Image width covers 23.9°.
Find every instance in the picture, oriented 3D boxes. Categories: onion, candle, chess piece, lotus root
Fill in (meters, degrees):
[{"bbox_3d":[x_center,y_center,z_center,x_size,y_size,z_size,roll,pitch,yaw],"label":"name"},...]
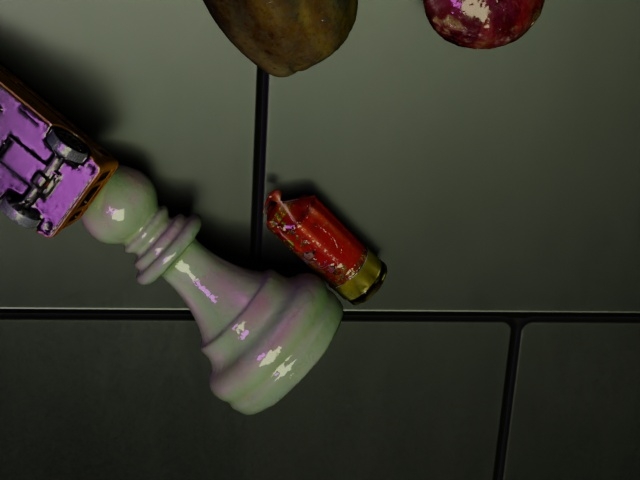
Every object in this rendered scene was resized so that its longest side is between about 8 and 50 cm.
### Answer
[{"bbox_3d":[0.134,-0.208,1.239,0.107,0.097,0.107,0,89,-19],"label":"onion"},{"bbox_3d":[0.000,0.000,1.345,0.052,0.052,0.130,-42,113,14],"label":"candle"},{"bbox_3d":[-0.117,0.018,1.316,0.271,0.139,0.139,43,105,-9],"label":"chess piece"},{"bbox_3d":[-0.053,-0.241,1.185,0.123,0.124,0.241,-38,114,-22],"label":"lotus root"}]

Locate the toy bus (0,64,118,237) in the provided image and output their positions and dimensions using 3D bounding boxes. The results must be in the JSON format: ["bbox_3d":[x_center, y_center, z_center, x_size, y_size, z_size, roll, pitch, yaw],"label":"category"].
[{"bbox_3d":[-0.264,-0.093,1.237,0.194,0.088,0.083,40,105,3],"label":"toy bus"}]
